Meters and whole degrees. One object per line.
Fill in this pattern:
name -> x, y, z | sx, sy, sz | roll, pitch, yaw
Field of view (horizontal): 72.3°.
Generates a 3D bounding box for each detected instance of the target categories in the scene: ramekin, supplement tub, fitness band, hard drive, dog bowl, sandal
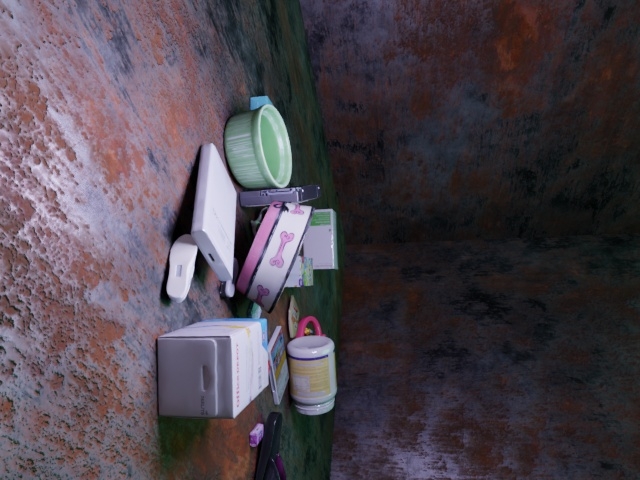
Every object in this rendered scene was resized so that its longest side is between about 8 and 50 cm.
ramekin -> -0.227, -0.335, 1.613 | 0.303, 0.148, 0.303 | -6, 90, -73
supplement tub -> -0.041, 0.668, 2.193 | 0.241, 0.241, 0.331 | -32, 120, -78
fitness band -> -0.059, 0.562, 2.417 | 0.209, 0.054, 0.290 | 39, 46, -38
hard drive -> -0.310, -0.088, 1.306 | 0.233, 0.047, 0.353 | 75, 7, -50
dog bowl -> -0.166, 0.042, 1.544 | 0.408, 0.150, 0.407 | -157, -90, -85
hard drive -> -0.151, -0.183, 1.765 | 0.339, 0.237, 0.064 | -32, 118, -74
sandal -> -0.181, 0.904, 1.693 | 0.167, 0.107, 0.445 | 54, 42, -74

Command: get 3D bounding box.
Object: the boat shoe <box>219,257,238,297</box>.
boat shoe -> -0.306, 0.122, 1.455 | 0.049, 0.040, 0.142 | 56, 31, -53

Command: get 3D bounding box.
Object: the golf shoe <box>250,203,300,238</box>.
golf shoe -> -0.178, -0.098, 1.816 | 0.273, 0.105, 0.120 | -49, 130, -35

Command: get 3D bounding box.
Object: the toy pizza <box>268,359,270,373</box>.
toy pizza -> -0.236, 0.507, 1.754 | 0.201, 0.032, 0.201 | -2, 90, -79

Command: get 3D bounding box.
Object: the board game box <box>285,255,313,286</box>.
board game box -> -0.131, 0.151, 2.095 | 0.275, 0.144, 0.142 | 20, 69, -78

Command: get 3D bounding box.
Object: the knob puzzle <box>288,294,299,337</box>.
knob puzzle -> -0.147, 0.411, 2.258 | 0.213, 0.030, 0.213 | -2, 90, -80

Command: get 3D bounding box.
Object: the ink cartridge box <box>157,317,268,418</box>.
ink cartridge box -> -0.272, 0.325, 1.161 | 0.270, 0.197, 0.198 | 9, 79, -79

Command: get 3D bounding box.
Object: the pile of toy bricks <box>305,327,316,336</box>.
pile of toy bricks -> -0.044, 0.578, 2.564 | 0.212, 0.105, 0.118 | 66, 24, -62

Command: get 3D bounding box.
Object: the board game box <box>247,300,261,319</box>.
board game box -> -0.259, 0.281, 1.718 | 0.090, 0.020, 0.090 | -80, 163, -50

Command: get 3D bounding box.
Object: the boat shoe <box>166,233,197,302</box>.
boat shoe -> -0.359, 0.074, 1.144 | 0.063, 0.066, 0.184 | 113, -24, -59

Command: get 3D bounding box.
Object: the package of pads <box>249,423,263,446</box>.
package of pads -> -0.242, 0.741, 1.668 | 0.083, 0.032, 0.050 | -14, 102, -79

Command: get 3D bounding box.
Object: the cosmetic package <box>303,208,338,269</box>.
cosmetic package -> 0.000, 0.000, 2.700 | 0.155, 0.197, 0.365 | 29, 58, -78

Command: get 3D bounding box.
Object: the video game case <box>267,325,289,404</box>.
video game case -> -0.193, 0.565, 1.991 | 0.204, 0.025, 0.285 | -65, 151, -67

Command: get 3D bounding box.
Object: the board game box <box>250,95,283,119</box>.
board game box -> -0.226, -0.410, 1.898 | 0.254, 0.079, 0.335 | 34, 55, -77
